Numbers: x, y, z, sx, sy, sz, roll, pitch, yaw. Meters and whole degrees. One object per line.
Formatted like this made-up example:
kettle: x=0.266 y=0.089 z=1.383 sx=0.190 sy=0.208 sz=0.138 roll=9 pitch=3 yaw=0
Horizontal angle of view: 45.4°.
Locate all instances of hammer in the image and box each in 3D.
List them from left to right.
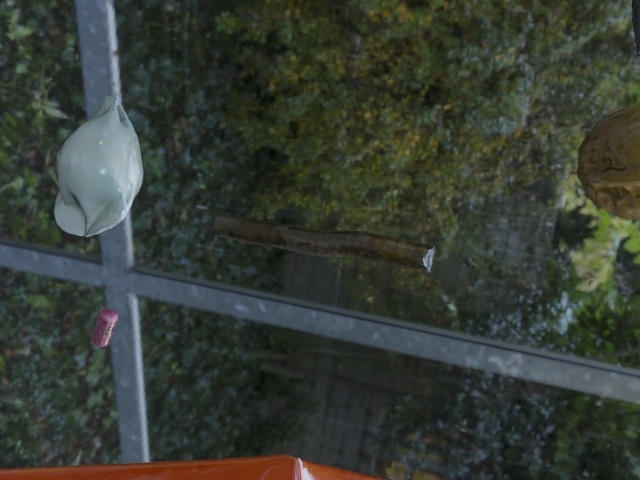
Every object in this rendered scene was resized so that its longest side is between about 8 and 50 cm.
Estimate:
hammer: x=-0.436 y=0.176 z=1.546 sx=0.043 sy=0.043 sz=0.083 roll=-56 pitch=170 yaw=-66

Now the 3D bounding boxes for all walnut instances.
walnut: x=0.443 y=-0.105 z=1.035 sx=0.207 sy=0.159 sz=0.159 roll=15 pitch=-85 yaw=65

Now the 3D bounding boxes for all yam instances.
yam: x=0.000 y=0.000 z=1.111 sx=0.045 sy=0.327 sz=0.045 roll=-46 pitch=144 yaw=-68

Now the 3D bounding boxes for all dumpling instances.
dumpling: x=-0.330 y=-0.100 z=1.114 sx=0.124 sy=0.151 sz=0.228 roll=28 pitch=46 yaw=-42

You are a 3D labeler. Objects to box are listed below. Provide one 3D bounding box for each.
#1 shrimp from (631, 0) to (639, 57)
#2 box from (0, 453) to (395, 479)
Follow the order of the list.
shrimp: x=0.418 y=-0.281 z=0.709 sx=0.272 sy=0.085 sz=0.444 roll=-125 pitch=-151 yaw=-46
box: x=-0.108 y=0.315 z=0.600 sx=0.348 sy=0.319 sz=0.256 roll=50 pitch=35 yaw=-64
